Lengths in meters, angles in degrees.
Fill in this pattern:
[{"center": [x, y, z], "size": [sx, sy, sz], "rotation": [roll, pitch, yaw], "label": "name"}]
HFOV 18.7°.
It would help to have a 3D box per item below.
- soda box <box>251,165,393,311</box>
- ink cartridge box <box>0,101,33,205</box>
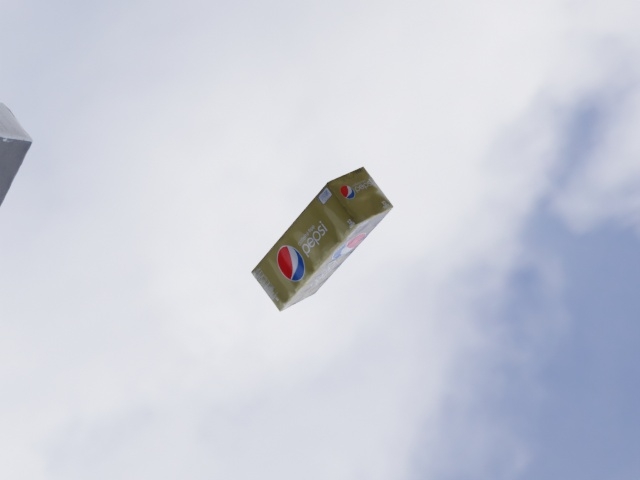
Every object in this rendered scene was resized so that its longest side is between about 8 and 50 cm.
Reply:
[{"center": [0.000, 0.000, 2.077], "size": [0.061, 0.058, 0.181], "rotation": [-26, 164, -43], "label": "soda box"}, {"center": [-0.275, 0.011, 1.002], "size": [0.045, 0.208, 0.206], "rotation": [42, -68, 36], "label": "ink cartridge box"}]
